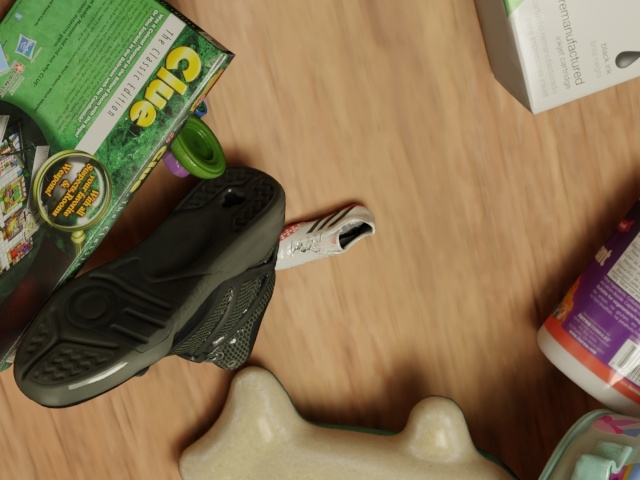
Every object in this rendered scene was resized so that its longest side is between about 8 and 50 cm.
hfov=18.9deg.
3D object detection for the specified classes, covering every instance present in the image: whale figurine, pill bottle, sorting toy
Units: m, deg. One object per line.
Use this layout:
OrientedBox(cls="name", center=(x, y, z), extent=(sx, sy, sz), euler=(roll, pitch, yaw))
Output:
OrientedBox(cls="whale figurine", center=(0.034, 0.196, 1.407), extent=(0.272, 0.141, 0.216), euler=(32, 102, 0))
OrientedBox(cls="pill bottle", center=(0.253, 0.027, 1.389), extent=(0.108, 0.108, 0.193), euler=(32, 101, -25))
OrientedBox(cls="sorting toy", center=(-0.105, -0.077, 1.273), extent=(0.042, 0.061, 0.102), euler=(-34, 85, 26))

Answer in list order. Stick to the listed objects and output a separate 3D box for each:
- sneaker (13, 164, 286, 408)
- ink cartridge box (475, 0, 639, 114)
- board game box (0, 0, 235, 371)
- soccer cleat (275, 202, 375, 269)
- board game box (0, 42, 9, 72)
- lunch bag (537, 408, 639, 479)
OrientedBox(cls="sneaker", center=(-0.105, 0.059, 1.275), extent=(0.227, 0.087, 0.130), euler=(-44, 148, -36))
OrientedBox(cls="ink cartridge box", center=(0.212, -0.202, 1.287), extent=(0.219, 0.092, 0.160), euler=(-21, 117, -6))
OrientedBox(cls="board game box", center=(-0.183, -0.056, 1.241), extent=(0.136, 0.030, 0.259), euler=(39, 100, 9))
OrientedBox(cls="soccer cleat", center=(0.000, 0.000, 1.347), extent=(0.083, 0.035, 0.029), euler=(-23, 117, -5))
OrientedBox(cls="board game box", center=(-0.279, -0.141, 1.110), extent=(0.160, 0.211, 0.039), euler=(-20, 131, -6))
OrientedBox(cls="lunch bag", center=(0.199, 0.261, 1.324), extent=(0.224, 0.108, 0.279), euler=(52, 60, -32))
